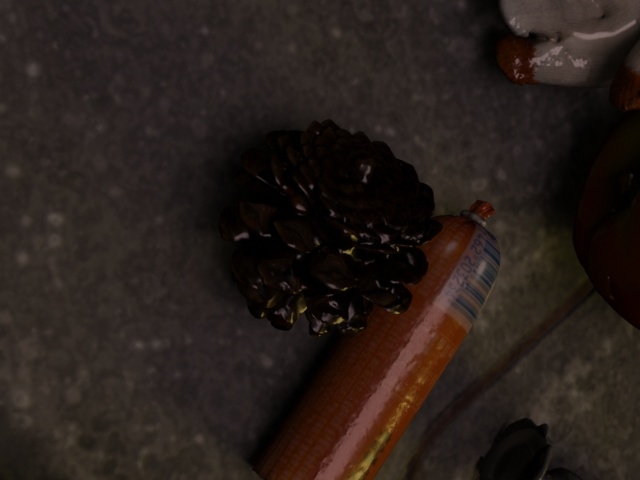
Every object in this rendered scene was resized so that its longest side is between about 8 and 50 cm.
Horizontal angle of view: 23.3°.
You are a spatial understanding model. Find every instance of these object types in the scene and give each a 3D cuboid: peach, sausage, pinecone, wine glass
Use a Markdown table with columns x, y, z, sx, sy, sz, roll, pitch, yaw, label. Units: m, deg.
| x | y | z | sx | sy | sz | roll | pitch | yaw | label |
| --- | --- | --- | --- | --- | --- | --- | --- | --- | --- |
| 0.271 | -0.010 | 1.044 | 0.197 | 0.197 | 0.197 | -4 | 99 | -25 | peach |
| 0.047 | 0.072 | 1.006 | 0.071 | 0.071 | 0.234 | 38 | 81 | -25 | sausage |
| 0.001 | -0.001 | 0.943 | 0.140 | 0.140 | 0.121 | 11 | 136 | -27 | pinecone |
| 0.184 | 0.195 | 1.089 | 0.155 | 0.072 | 0.072 | 40 | 80 | -25 | wine glass |

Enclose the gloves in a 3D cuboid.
| x | y | z | sx | sy | sz | roll | pitch | yaw | label |
| --- | --- | --- | --- | --- | --- | --- | --- | --- | --- |
| 0.216 | -0.169 | 1.031 | 0.219 | 0.131 | 0.140 | -30 | 89 | 9 | gloves |
